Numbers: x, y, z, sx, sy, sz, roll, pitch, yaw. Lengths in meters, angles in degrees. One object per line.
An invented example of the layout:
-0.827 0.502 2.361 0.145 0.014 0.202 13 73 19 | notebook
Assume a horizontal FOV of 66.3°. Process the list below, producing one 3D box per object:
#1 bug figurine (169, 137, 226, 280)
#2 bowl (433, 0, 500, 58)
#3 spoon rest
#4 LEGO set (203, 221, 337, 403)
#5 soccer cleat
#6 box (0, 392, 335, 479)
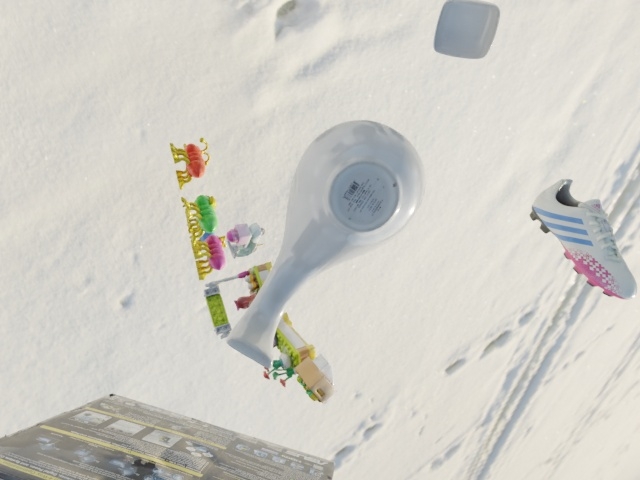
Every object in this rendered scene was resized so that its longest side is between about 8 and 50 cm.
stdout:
-0.234 -0.053 0.980 0.072 0.216 0.278 -12 141 -14 | bug figurine
0.353 -0.519 1.188 0.142 0.053 0.142 12 142 6 | bowl
0.000 0.000 0.521 0.137 0.084 0.276 35 96 -12 | spoon rest
-0.088 0.119 0.689 0.107 0.286 0.132 -15 147 -22 | LEGO set
0.657 -0.012 1.192 0.116 0.331 0.143 -10 144 -37 | soccer cleat
-0.188 0.325 0.640 0.318 0.395 0.097 54 51 -82 | box
